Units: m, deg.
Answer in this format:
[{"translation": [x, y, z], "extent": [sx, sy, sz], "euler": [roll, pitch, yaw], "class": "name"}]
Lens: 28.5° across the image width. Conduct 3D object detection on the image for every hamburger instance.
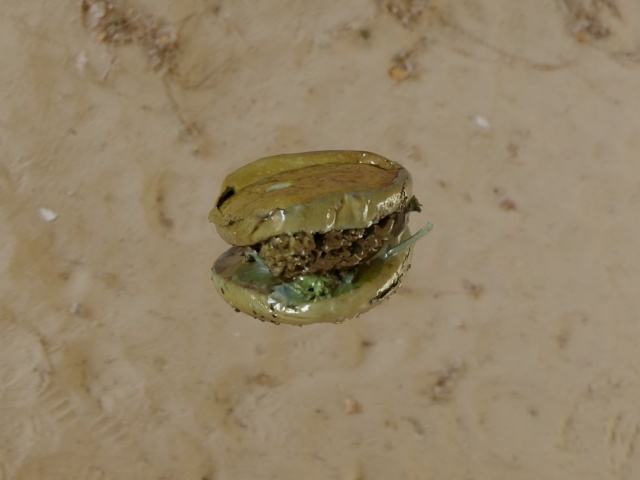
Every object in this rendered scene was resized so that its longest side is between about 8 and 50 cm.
[{"translation": [0.000, 0.000, 0.989], "extent": [0.177, 0.185, 0.113], "euler": [-39, 129, -64], "class": "hamburger"}]
